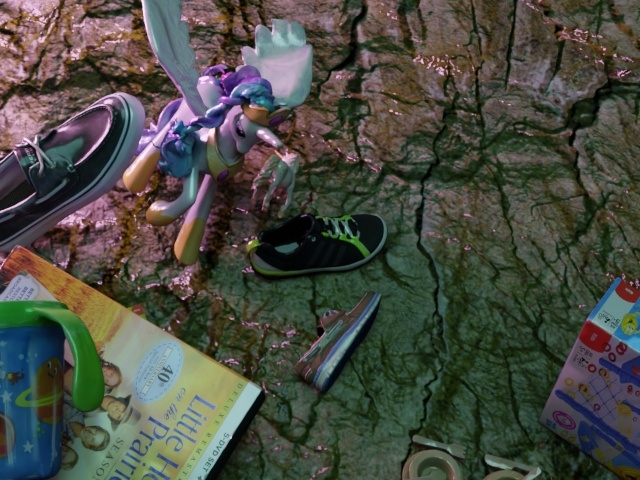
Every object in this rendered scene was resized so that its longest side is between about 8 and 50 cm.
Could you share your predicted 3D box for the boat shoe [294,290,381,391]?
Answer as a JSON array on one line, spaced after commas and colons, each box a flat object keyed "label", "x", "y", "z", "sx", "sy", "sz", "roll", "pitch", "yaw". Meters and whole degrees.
[{"label": "boat shoe", "x": 0.027, "y": 0.136, "z": 1.998, "sx": 0.066, "sy": 0.066, "sz": 0.183, "roll": 28, "pitch": 57, "yaw": 14}]

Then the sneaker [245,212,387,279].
[{"label": "sneaker", "x": 0.000, "y": 0.000, "z": 2.069, "sx": 0.234, "sy": 0.097, "sz": 0.084, "roll": -16, "pitch": 59, "yaw": -17}]

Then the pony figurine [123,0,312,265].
[{"label": "pony figurine", "x": -0.162, "y": -0.192, "z": 2.018, "sx": 0.302, "sy": 0.363, "sz": 0.351, "roll": 12, "pitch": 50, "yaw": -32}]

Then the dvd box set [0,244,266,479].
[{"label": "dvd box set", "x": -0.330, "y": 0.234, "z": 1.848, "sx": 0.420, "sy": 0.062, "sz": 0.308, "roll": 30, "pitch": 75, "yaw": 13}]

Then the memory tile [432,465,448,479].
[{"label": "memory tile", "x": 0.182, "y": 0.389, "z": 1.876, "sx": 0.113, "sy": 0.012, "sz": 0.148, "roll": -31, "pitch": 64, "yaw": -24}]

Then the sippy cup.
[{"label": "sippy cup", "x": -0.428, "y": 0.206, "z": 1.726, "sx": 0.240, "sy": 0.305, "sz": 0.224, "roll": -3, "pitch": 80, "yaw": -27}]

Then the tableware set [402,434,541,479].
[{"label": "tableware set", "x": 0.211, "y": 0.341, "z": 1.879, "sx": 0.194, "sy": 0.039, "sz": 0.128, "roll": 14, "pitch": 55, "yaw": 3}]

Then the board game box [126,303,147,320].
[{"label": "board game box", "x": -0.273, "y": 0.187, "z": 1.944, "sx": 0.092, "sy": 0.043, "sz": 0.181, "roll": -17, "pitch": 59, "yaw": -17}]

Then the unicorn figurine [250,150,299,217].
[{"label": "unicorn figurine", "x": -0.067, "y": -0.097, "z": 2.133, "sx": 0.060, "sy": 0.162, "sz": 0.111, "roll": 21, "pitch": 83, "yaw": 2}]

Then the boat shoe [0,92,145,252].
[{"label": "boat shoe", "x": -0.400, "y": -0.099, "z": 1.972, "sx": 0.335, "sy": 0.119, "sz": 0.121, "roll": -41, "pitch": 58, "yaw": 17}]

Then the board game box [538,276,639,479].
[{"label": "board game box", "x": 0.475, "y": 0.237, "z": 1.834, "sx": 0.302, "sy": 0.308, "sz": 0.086, "roll": 33, "pitch": 60, "yaw": 17}]
